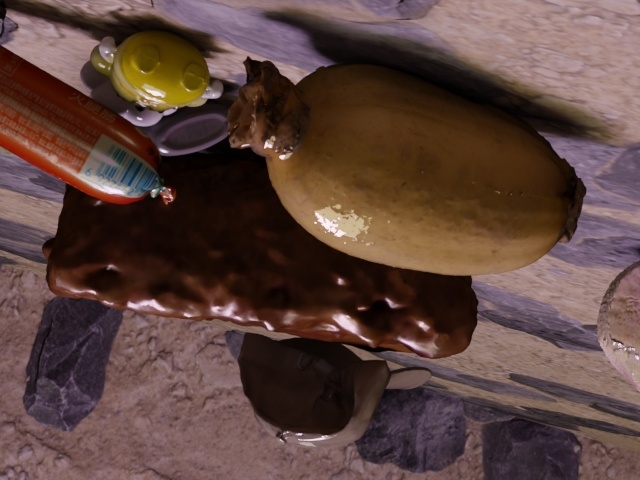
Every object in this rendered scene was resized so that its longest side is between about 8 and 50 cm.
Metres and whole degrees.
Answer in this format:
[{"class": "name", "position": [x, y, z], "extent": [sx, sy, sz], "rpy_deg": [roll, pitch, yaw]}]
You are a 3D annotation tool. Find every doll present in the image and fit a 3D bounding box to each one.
[{"class": "doll", "position": [-0.141, -0.131, 1.542], "extent": [0.106, 0.062, 0.162], "rpy_deg": [22, 171, -17]}]

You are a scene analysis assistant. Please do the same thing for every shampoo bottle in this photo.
[{"class": "shampoo bottle", "position": [-0.137, -0.107, 1.683], "extent": [0.080, 0.040, 0.165], "rpy_deg": [-20, -162, -18]}]

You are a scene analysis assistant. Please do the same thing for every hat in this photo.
[{"class": "hat", "position": [0.019, 0.160, 1.869], "extent": [0.166, 0.144, 0.173], "rpy_deg": [12, 160, 37]}]

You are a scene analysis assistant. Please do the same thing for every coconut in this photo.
[{"class": "coconut", "position": [0.357, 0.093, 1.889], "extent": [0.147, 0.147, 0.152], "rpy_deg": [10, 167, 26]}]

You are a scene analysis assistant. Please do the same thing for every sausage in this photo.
[{"class": "sausage", "position": [-0.233, -0.101, 1.542], "extent": [0.264, 0.083, 0.083], "rpy_deg": [31, 170, -5]}]

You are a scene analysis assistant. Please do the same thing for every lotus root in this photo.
[{"class": "lotus root", "position": [0.065, -0.051, 1.437], "extent": [0.303, 0.131, 0.146], "rpy_deg": [16, -145, -24]}]

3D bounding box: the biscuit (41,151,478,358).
[{"class": "biscuit", "position": [-0.066, 0.005, 1.813], "extent": [0.395, 0.166, 0.342], "rpy_deg": [9, 176, -9]}]

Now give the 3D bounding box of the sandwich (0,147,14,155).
[{"class": "sandwich", "position": [-0.354, -0.119, 2.065], "extent": [0.105, 0.036, 0.093], "rpy_deg": [15, 172, 2]}]

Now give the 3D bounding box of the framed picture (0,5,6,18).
[{"class": "framed picture", "position": [-0.329, -0.212, 1.511], "extent": [0.109, 0.011, 0.149], "rpy_deg": [11, 171, 18]}]
